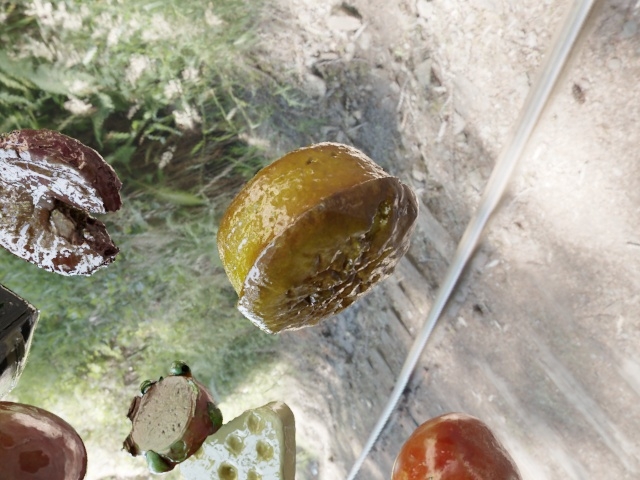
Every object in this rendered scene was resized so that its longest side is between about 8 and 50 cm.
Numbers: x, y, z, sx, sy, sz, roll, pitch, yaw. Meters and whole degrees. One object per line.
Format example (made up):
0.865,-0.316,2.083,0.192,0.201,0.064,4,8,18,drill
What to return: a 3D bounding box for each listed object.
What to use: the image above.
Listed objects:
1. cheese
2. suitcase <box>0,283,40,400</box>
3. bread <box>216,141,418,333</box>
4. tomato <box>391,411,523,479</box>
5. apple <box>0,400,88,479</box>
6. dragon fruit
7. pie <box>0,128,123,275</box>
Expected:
-0.191,0.611,1.638,0.384,0.384,0.104,57,-162,16,cheese
-0.697,0.263,1.031,0.194,0.434,0.283,33,129,-3,suitcase
-0.001,-0.002,0.840,0.172,0.312,0.312,52,161,25,bread
0.230,0.418,1.015,0.232,0.232,0.188,46,179,44,tomato
-0.492,0.379,0.776,0.269,0.345,0.345,23,163,-6,apple
-0.405,0.481,1.594,0.268,0.295,0.130,7,158,31,dragon fruit
-0.349,-0.042,0.747,0.054,0.204,0.219,-74,-9,-49,pie
